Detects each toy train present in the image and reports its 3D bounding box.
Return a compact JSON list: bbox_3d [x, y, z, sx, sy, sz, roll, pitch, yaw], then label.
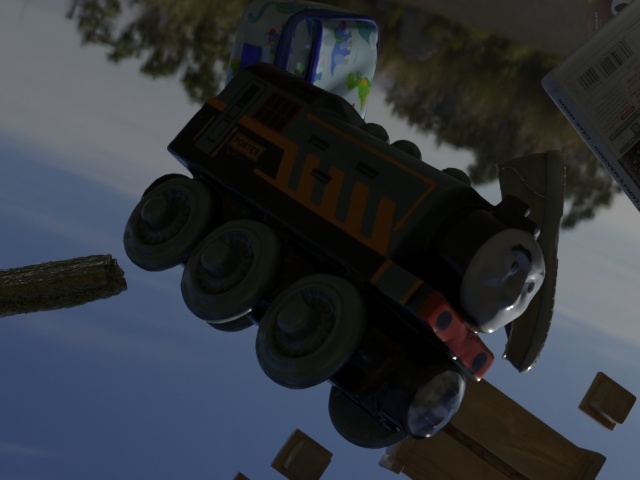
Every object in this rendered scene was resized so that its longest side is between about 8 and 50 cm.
[{"bbox_3d":[0.000,0.000,0.812,0.334,0.190,0.142,33,172,45],"label":"toy train"}]

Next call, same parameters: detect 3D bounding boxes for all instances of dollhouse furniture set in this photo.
[{"bbox_3d":[0.098,0.221,1.235,0.303,0.355,0.174,37,168,-11],"label":"dollhouse furniture set"}]

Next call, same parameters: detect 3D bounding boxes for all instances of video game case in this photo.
[{"bbox_3d":[0.274,-0.101,0.865,0.173,0.190,0.022,51,154,-4],"label":"video game case"}]

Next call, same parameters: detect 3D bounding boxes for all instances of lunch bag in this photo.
[{"bbox_3d":[-0.027,-0.133,1.194,0.090,0.219,0.176,22,-164,32],"label":"lunch bag"}]

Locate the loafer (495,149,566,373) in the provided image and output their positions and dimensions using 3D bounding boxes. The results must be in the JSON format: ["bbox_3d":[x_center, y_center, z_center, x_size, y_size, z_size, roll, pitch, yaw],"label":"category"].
[{"bbox_3d":[0.222,0.022,1.312,0.087,0.251,0.094,6,180,12],"label":"loafer"}]

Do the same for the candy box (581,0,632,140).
[{"bbox_3d":[0.356,-0.268,1.214,0.087,0.316,0.183,7,169,-15],"label":"candy box"}]

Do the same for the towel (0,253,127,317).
[{"bbox_3d":[-0.218,0.037,0.866,0.148,0.027,0.110,-9,-172,-10],"label":"towel"}]
